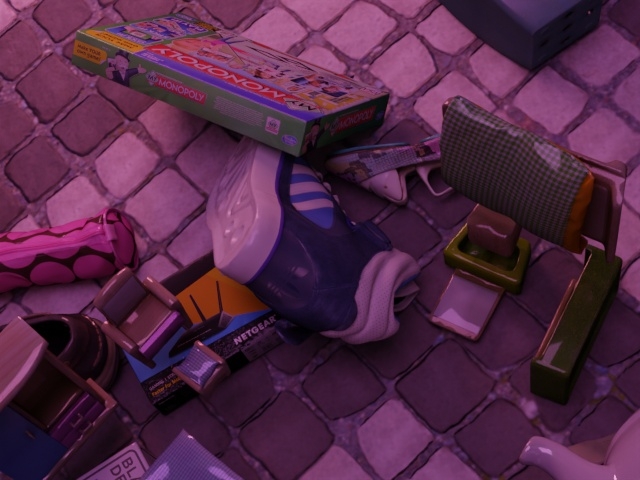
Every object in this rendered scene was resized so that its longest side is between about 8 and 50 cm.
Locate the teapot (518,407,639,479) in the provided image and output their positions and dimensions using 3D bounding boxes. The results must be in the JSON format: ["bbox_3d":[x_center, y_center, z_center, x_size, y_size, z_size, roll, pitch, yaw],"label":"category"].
[{"bbox_3d":[0.367,0.225,1.246,0.252,0.256,0.187,-39,41,11],"label":"teapot"}]

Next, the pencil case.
[{"bbox_3d":[-0.328,0.015,1.561,0.209,0.098,0.095,-12,64,7],"label":"pencil case"}]

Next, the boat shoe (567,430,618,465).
[{"bbox_3d":[0.312,0.225,1.351,0.133,0.042,0.049,-14,27,-7],"label":"boat shoe"}]

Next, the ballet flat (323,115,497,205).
[{"bbox_3d":[0.115,-0.086,1.526,0.222,0.077,0.079,-12,83,7],"label":"ballet flat"}]

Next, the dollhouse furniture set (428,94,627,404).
[{"bbox_3d":[0.191,0.017,1.325,0.198,0.301,0.151,24,70,19],"label":"dollhouse furniture set"}]

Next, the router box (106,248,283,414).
[{"bbox_3d":[-0.140,0.098,1.508,0.179,0.046,0.133,-32,62,-3],"label":"router box"}]

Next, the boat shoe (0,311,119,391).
[{"bbox_3d":[-0.411,0.162,1.494,0.355,0.130,0.132,-25,63,1],"label":"boat shoe"}]

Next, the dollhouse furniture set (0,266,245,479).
[{"bbox_3d":[-0.176,0.209,1.282,0.303,0.198,0.286,37,79,25],"label":"dollhouse furniture set"}]

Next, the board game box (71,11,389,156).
[{"bbox_3d":[-0.104,-0.192,1.555,0.317,0.213,0.046,24,114,21],"label":"board game box"}]

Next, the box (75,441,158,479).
[{"bbox_3d":[-0.268,0.365,1.393,0.290,0.087,0.169,-31,63,-3],"label":"box"}]

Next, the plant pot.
[{"bbox_3d":[0.223,-0.336,1.563,0.166,0.165,0.234,-34,71,-4],"label":"plant pot"}]

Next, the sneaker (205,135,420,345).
[{"bbox_3d":[0.000,0.000,1.494,0.130,0.236,0.322,-53,19,21],"label":"sneaker"}]
